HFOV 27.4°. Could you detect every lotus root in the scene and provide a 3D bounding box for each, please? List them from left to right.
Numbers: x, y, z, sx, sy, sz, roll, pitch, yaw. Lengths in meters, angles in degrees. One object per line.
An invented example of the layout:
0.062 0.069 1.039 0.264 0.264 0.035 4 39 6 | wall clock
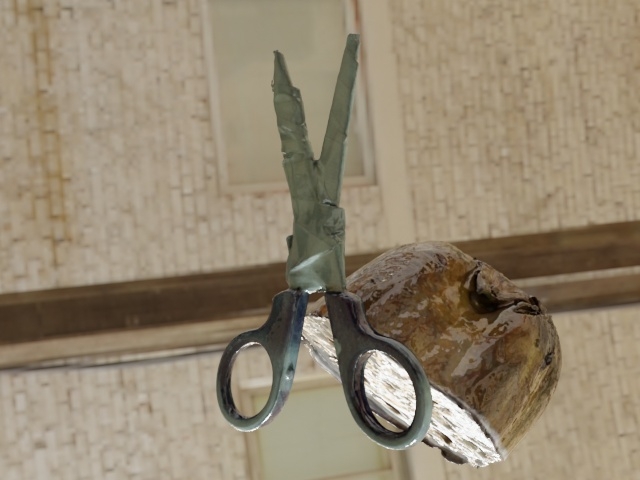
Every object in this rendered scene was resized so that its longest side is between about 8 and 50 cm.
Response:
0.128 0.101 1.357 0.272 0.192 0.272 40 -11 9 | lotus root

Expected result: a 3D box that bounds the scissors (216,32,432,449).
0.000 0.000 1.238 0.256 0.029 0.384 3 -88 38 | scissors
